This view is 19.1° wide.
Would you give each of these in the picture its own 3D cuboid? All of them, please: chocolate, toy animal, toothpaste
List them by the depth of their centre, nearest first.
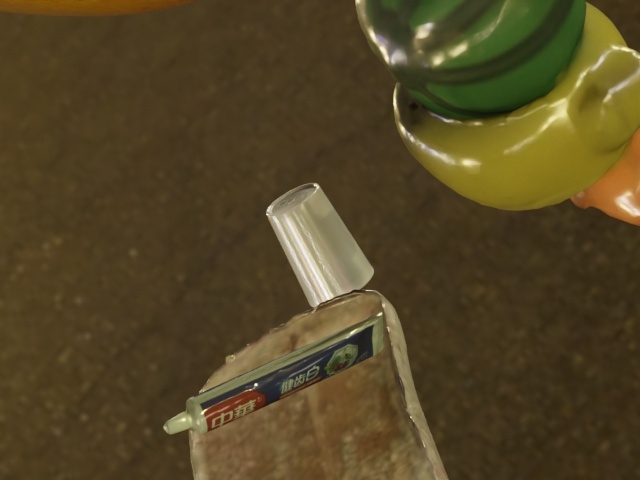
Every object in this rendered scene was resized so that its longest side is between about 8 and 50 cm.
[{"bbox_3d":[-0.024,0.078,1.069,0.140,0.037,0.021,-23,55,-17],"label":"toothpaste"},{"bbox_3d":[0.014,0.195,1.324,0.185,0.100,0.303,-26,50,15],"label":"chocolate"},{"bbox_3d":[0.148,-0.135,1.545,0.191,0.338,0.216,-47,44,-8],"label":"toy animal"}]

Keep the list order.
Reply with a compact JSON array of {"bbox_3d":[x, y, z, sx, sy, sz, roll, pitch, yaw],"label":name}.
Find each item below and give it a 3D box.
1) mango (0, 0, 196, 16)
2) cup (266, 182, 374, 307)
[{"bbox_3d":[-0.216,-0.250,1.139,0.300,0.445,0.232,-33,-57,-85],"label":"mango"},{"bbox_3d":[0.000,0.000,1.941,0.074,0.116,0.104,-24,18,18],"label":"cup"}]
